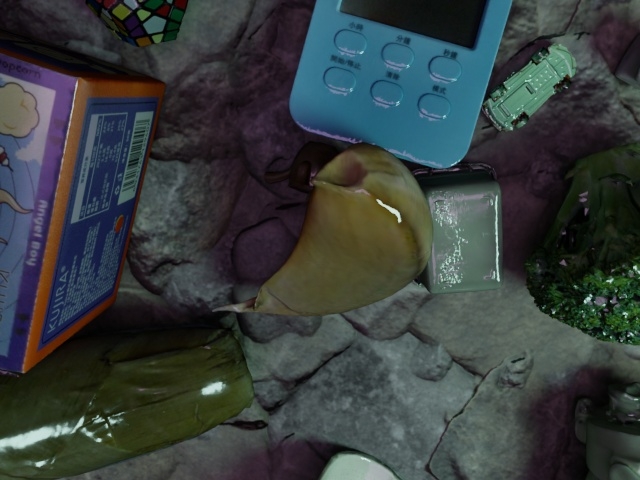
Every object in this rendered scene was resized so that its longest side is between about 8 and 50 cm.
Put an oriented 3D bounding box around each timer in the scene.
[{"bbox_3d":[0.096,-0.233,0.697,0.231,0.091,0.250,15,102,2],"label":"timer"}]

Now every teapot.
[{"bbox_3d":[-0.029,-0.092,0.753,0.110,0.085,0.080,12,88,28],"label":"teapot"}]

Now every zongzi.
[{"bbox_3d":[-0.278,0.203,0.697,0.355,0.393,0.174,-11,84,4],"label":"zongzi"}]

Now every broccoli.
[{"bbox_3d":[0.370,0.003,0.675,0.269,0.261,0.242,-21,76,48],"label":"broccoli"}]

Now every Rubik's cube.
[{"bbox_3d":[-0.220,-0.304,0.695,0.111,0.133,0.133,-7,105,34],"label":"Rubik's cube"}]

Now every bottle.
[{"bbox_3d":[0.458,0.369,0.757,0.228,0.229,0.352,-3,96,6],"label":"bottle"}]

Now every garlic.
[{"bbox_3d":[0.007,0.007,0.722,0.196,0.151,0.338,7,147,-28],"label":"garlic"}]

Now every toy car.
[{"bbox_3d":[0.262,-0.193,0.717,0.122,0.035,0.059,-42,97,5],"label":"toy car"}]

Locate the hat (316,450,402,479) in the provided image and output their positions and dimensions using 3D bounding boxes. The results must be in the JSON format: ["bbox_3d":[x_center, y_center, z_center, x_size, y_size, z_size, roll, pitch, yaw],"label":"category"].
[{"bbox_3d":[0.005,0.467,0.870,0.257,0.168,0.302,23,82,-23],"label":"hat"}]

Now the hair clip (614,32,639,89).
[{"bbox_3d":[0.520,-0.150,0.674,0.330,0.101,0.085,29,109,0],"label":"hair clip"}]

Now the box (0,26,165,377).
[{"bbox_3d":[-0.414,-0.077,0.699,0.318,0.257,0.349,19,105,-1],"label":"box"}]

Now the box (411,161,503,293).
[{"bbox_3d":[0.177,-0.010,0.738,0.123,0.093,0.172,-6,104,3],"label":"box"}]
